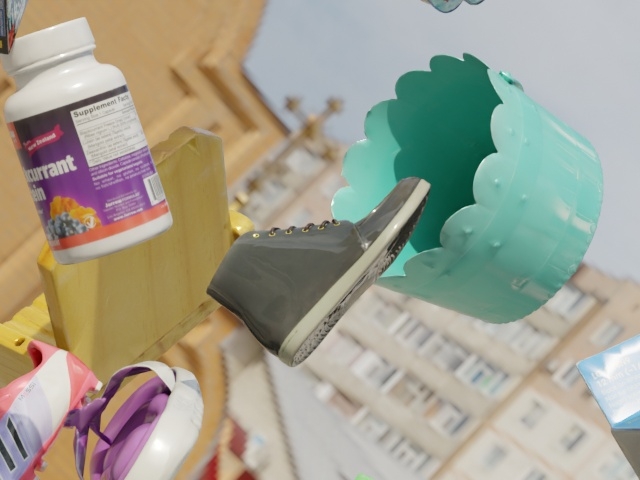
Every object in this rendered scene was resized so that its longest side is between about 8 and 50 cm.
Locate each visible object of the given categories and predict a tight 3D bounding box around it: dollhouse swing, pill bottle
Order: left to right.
[{"bbox_3d":[-0.205,-0.086,1.463,0.193,0.108,0.108,72,-16,-8],"label":"pill bottle"},{"bbox_3d":[-0.295,0.006,2.221,0.315,0.347,0.305,19,-42,41],"label":"dollhouse swing"}]

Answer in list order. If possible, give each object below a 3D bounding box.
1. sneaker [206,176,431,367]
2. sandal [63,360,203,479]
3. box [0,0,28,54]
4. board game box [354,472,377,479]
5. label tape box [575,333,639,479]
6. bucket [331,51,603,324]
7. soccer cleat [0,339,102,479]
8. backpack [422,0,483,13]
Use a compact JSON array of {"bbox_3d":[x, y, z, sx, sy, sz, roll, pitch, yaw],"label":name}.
[{"bbox_3d":[0.000,0.000,1.610,0.118,0.222,0.083,38,-17,13],"label":"sneaker"},{"bbox_3d":[-0.194,0.182,1.694,0.102,0.169,0.416,35,-10,-8],"label":"sandal"},{"bbox_3d":[-0.252,-0.231,1.406,0.027,0.137,0.094,9,-43,0],"label":"box"},{"bbox_3d":[0.182,0.360,1.729,0.317,0.046,0.213,19,-29,40],"label":"board game box"},{"bbox_3d":[0.421,0.185,1.515,0.348,0.249,0.115,62,-14,23],"label":"label tape box"},{"bbox_3d":[0.162,-0.050,1.892,0.183,0.281,0.281,26,-1,-30],"label":"bucket"},{"bbox_3d":[-0.319,0.205,1.791,0.095,0.248,0.083,34,-45,-2],"label":"soccer cleat"},{"bbox_3d":[0.153,-0.311,1.925,0.084,0.114,0.105,42,0,31],"label":"backpack"}]
